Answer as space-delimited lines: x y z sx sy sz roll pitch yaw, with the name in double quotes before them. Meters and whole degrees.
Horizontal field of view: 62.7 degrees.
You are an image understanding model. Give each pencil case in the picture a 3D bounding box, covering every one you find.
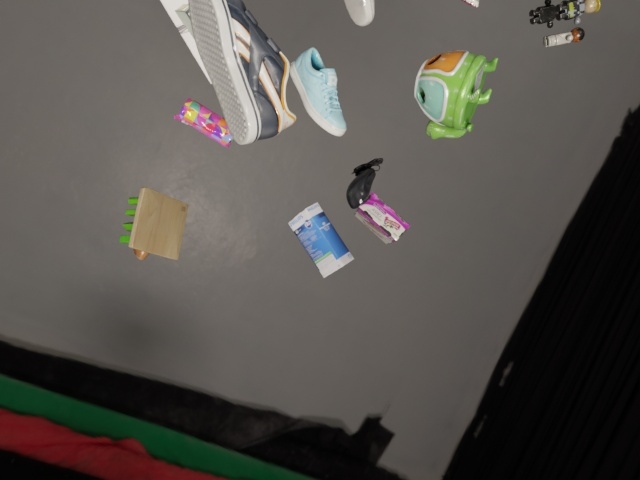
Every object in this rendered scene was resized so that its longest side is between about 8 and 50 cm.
"pencil case" -0.439 -0.454 2.044 0.237 0.104 0.104 28 180 -10

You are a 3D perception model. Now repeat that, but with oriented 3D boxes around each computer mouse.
"computer mouse" 0.176 -0.265 2.384 0.072 0.272 0.189 36 145 -26

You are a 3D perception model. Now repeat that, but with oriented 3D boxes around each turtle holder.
"turtle holder" 0.452 -0.504 1.800 0.228 0.243 0.320 22 173 19

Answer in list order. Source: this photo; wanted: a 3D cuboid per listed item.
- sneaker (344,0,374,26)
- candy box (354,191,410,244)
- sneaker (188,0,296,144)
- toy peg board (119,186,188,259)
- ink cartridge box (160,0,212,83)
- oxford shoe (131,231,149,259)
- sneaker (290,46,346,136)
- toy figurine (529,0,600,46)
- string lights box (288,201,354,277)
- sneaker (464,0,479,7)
"sneaker" 0.087 -0.509 0.976 0.094 0.212 0.080 -12 -178 -21
"candy box" 0.193 -0.067 1.702 0.159 0.071 0.233 42 178 3
"sneaker" -0.145 -0.344 0.988 0.128 0.320 0.126 -20 -175 -30
"toy peg board" -0.454 -0.043 1.414 0.079 0.161 0.161 2 168 31
"ink cartridge box" -0.295 -0.591 1.398 0.272 0.115 0.198 60 -158 -31
"oxford shoe" -0.642 0.011 1.860 0.076 0.075 0.212 22 -172 -26
"sneaker" 0.010 -0.574 2.000 0.135 0.150 0.365 -21 -104 -46
"toy figurine" 0.831 -0.785 1.785 0.148 0.209 0.213 -13 152 -1
"string lights box" 0.000 0.000 2.015 0.077 0.133 0.259 -31 -93 -43
"sneaker" 0.528 -0.937 1.945 0.171 0.074 0.063 29 -159 -3
